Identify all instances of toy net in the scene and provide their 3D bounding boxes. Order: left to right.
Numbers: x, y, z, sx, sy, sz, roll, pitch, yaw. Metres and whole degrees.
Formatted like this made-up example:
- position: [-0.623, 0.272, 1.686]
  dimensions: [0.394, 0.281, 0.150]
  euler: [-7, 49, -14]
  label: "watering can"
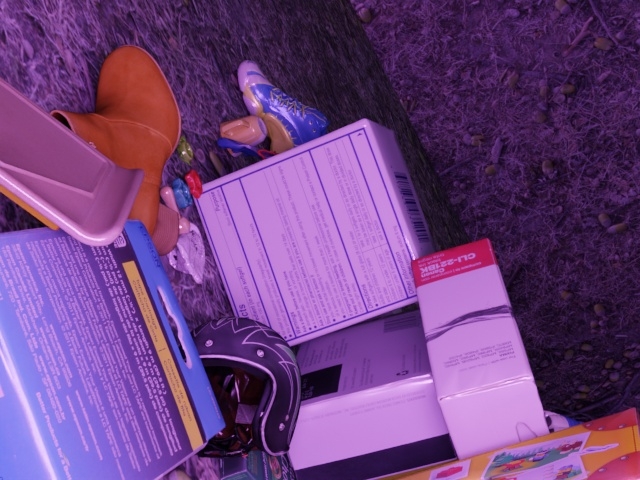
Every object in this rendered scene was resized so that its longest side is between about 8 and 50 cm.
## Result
- position: [-0.194, -0.044, 1.444]
  dimensions: [0.122, 0.045, 0.232]
  euler: [34, 40, -67]
  label: "toy net"

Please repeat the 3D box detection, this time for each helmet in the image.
- position: [-0.099, 0.170, 1.265]
  dimensions: [0.169, 0.170, 0.161]
  euler: [14, 72, -71]
  label: "helmet"

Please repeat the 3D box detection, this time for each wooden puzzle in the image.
- position: [-0.283, -0.087, 0.995]
  dimensions: [0.239, 0.044, 0.221]
  euler: [33, 14, -13]
  label: "wooden puzzle"

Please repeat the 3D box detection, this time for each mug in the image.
- position: [-0.126, -0.176, 1.789]
  dimensions: [0.078, 0.064, 0.062]
  euler: [-65, 132, -68]
  label: "mug"

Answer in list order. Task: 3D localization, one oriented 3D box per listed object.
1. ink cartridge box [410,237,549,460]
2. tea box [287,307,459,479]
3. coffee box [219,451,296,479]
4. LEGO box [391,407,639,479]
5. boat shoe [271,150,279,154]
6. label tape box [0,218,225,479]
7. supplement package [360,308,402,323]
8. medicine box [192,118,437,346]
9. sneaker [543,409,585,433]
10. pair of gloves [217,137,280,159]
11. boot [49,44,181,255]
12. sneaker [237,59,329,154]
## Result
- position: [0.204, 0.161, 1.349]
  dimensions: [0.272, 0.114, 0.197]
  euler: [-96, 167, -56]
  label: "ink cartridge box"
- position: [0.100, 0.308, 1.537]
  dimensions: [0.329, 0.220, 0.323]
  euler: [-69, 143, -76]
  label: "tea box"
- position: [-0.071, 0.304, 1.401]
  dimensions: [0.113, 0.040, 0.184]
  euler: [-96, 159, -48]
  label: "coffee box"
- position: [0.166, 0.448, 1.168]
  dimensions: [0.372, 0.500, 0.193]
  euler: [68, 17, -7]
  label: "LEGO box"
- position: [-0.084, -0.080, 1.806]
  dimensions: [0.227, 0.069, 0.081]
  euler: [-68, 176, -59]
  label: "boat shoe"
- position: [-0.231, 0.116, 0.996]
  dimensions: [0.348, 0.115, 0.249]
  euler: [-17, 85, -76]
  label: "label tape box"
- position: [0.036, 0.065, 1.882]
  dimensions: [0.244, 0.139, 0.133]
  euler: [53, 24, -48]
  label: "supplement package"
- position: [0.000, 0.000, 1.567]
  dimensions: [0.263, 0.289, 0.149]
  euler: [70, 16, 4]
  label: "medicine box"
- position: [0.323, 0.373, 1.465]
  dimensions: [0.129, 0.147, 0.330]
  euler: [-86, -173, -50]
  label: "sneaker"
- position: [-0.064, -0.128, 1.731]
  dimensions: [0.198, 0.023, 0.159]
  euler: [16, 4, -32]
  label: "pair of gloves"
- position: [-0.249, -0.127, 1.255]
  dimensions: [0.211, 0.104, 0.295]
  euler: [30, 46, -66]
  label: "boot"
- position: [-0.056, -0.236, 1.981]
  dimensions: [0.091, 0.126, 0.240]
  euler: [-70, 137, -67]
  label: "sneaker"
